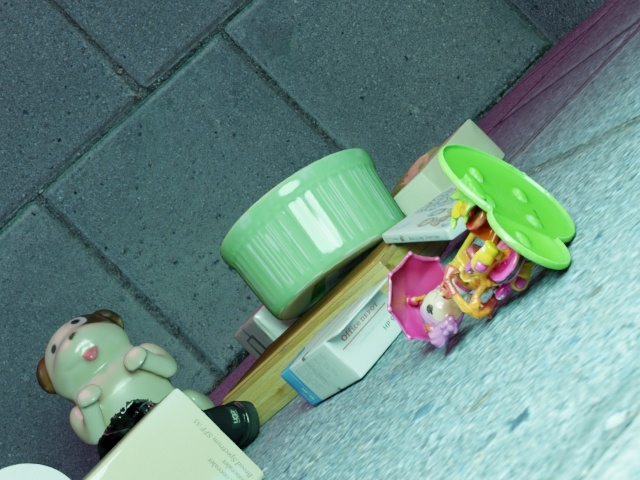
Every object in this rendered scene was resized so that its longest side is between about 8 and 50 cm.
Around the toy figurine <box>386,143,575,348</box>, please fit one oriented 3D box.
[{"bbox_3d":[0.121,0.029,0.693,0.159,0.130,0.173,-60,19,26],"label":"toy figurine"}]

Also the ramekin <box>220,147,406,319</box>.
[{"bbox_3d":[0.000,0.000,1.364,0.303,0.148,0.303,-34,-14,-9],"label":"ramekin"}]

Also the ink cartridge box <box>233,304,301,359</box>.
[{"bbox_3d":[-0.038,0.138,1.635,0.226,0.131,0.306,-46,-1,-17],"label":"ink cartridge box"}]

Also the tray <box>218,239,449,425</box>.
[{"bbox_3d":[0.014,0.132,1.272,0.411,0.076,0.203,-46,0,32],"label":"tray"}]

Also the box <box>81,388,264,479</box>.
[{"bbox_3d":[-0.218,0.319,0.848,0.311,0.148,0.121,-47,2,-38],"label":"box"}]

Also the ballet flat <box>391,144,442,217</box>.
[{"bbox_3d":[0.167,-0.040,1.645,0.342,0.116,0.124,-45,21,10],"label":"ballet flat"}]

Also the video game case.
[{"bbox_3d":[0.180,-0.043,1.108,0.157,0.019,0.143,-34,15,-27],"label":"video game case"}]

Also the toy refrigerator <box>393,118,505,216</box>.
[{"bbox_3d":[0.237,-0.115,1.503,0.094,0.102,0.269,-45,1,40],"label":"toy refrigerator"}]

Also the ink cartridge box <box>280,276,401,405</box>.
[{"bbox_3d":[0.034,0.123,0.971,0.104,0.060,0.180,-45,0,-33],"label":"ink cartridge box"}]

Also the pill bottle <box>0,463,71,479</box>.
[{"bbox_3d":[-0.388,0.417,0.995,0.323,0.182,0.181,-61,-8,33],"label":"pill bottle"}]

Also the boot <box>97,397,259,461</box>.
[{"bbox_3d":[-0.236,0.301,1.193,0.207,0.094,0.246,11,-41,-45],"label":"boot"}]

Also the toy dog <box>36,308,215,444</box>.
[{"bbox_3d":[-0.434,0.335,1.851,0.284,0.408,0.395,-45,1,-9],"label":"toy dog"}]
